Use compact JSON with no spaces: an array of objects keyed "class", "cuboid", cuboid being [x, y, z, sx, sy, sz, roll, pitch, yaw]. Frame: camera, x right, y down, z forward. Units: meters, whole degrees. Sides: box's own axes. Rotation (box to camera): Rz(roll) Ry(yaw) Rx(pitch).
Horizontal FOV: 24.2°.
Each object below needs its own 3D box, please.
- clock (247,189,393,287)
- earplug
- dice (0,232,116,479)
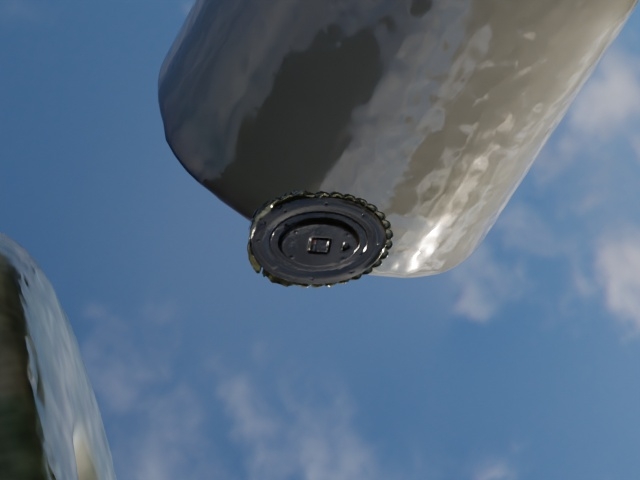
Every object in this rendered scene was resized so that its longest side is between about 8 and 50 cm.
[{"class":"clock","cuboid":[0.000,0.000,0.841,0.083,0.074,0.010,3,-138,-9]},{"class":"earplug","cuboid":[0.081,-0.210,1.168,0.312,0.394,0.313,20,-144,-15]},{"class":"dice","cuboid":[-0.314,0.199,0.974,0.330,0.348,0.328,78,175,-55]}]
